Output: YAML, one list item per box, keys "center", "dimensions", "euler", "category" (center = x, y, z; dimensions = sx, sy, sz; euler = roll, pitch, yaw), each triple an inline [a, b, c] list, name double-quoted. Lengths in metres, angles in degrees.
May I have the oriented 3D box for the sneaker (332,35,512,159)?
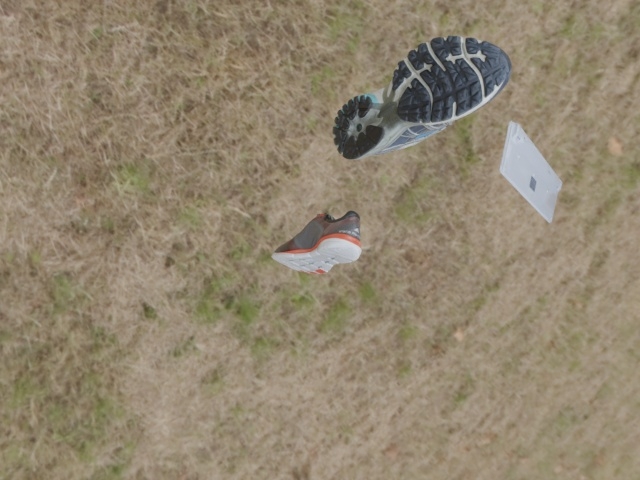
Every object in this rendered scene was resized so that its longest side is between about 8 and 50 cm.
- center: [0.149, -0.200, 0.857]
  dimensions: [0.122, 0.283, 0.110]
  euler: [-10, 85, -45]
  category: "sneaker"

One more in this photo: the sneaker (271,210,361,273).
- center: [0.000, 0.000, 0.764]
  dimensions: [0.061, 0.158, 0.064]
  euler: [29, 63, -34]
  category: "sneaker"

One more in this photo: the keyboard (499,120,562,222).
- center: [0.312, -0.093, 0.886]
  dimensions: [0.256, 0.014, 0.072]
  euler: [23, 84, -52]
  category: "keyboard"
